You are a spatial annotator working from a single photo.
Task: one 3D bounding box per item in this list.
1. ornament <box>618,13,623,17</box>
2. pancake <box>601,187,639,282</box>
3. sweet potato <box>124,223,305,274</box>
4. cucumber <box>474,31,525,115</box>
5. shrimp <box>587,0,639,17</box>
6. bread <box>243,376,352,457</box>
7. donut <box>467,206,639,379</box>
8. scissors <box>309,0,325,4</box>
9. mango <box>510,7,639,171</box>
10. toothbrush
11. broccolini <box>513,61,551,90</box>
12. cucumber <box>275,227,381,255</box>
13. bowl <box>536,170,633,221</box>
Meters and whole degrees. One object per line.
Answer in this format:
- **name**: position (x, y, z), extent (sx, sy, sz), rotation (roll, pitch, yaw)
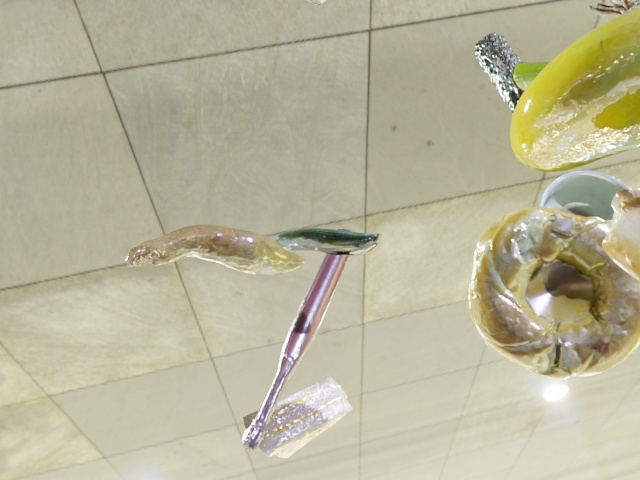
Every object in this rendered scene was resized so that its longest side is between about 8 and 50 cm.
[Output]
- **ornament**: position (0.833, -0.458, 1.460), extent (0.240, 0.239, 0.239), rotation (-46, 171, 32)
- **pancake**: position (0.349, 0.029, 0.401), extent (0.244, 0.266, 0.057), rotation (-32, 147, -51)
- **sweet potato**: position (-0.085, 0.007, 0.454), extent (0.153, 0.041, 0.038), rotation (4, 127, -24)
- **cucumber**: position (0.511, -0.419, 1.425), extent (0.096, 0.359, 0.096), rotation (-6, 141, -5)
- **shrimp**: position (0.529, -0.414, 0.911), extent (0.190, 0.075, 0.073), rotation (19, 131, 13)
- **bread**: position (-0.035, 0.288, 0.890), extent (0.152, 0.077, 0.105), rotation (-39, 148, -1)
- **donut**: position (0.468, 0.096, 1.089), extent (0.360, 0.360, 0.170), rotation (-28, 169, 11)
- **scissors**: position (-0.067, -0.701, 1.484), extent (0.204, 0.101, 0.027), rotation (8, 174, -41)
- **mango**: position (0.233, -0.114, 0.425), extent (0.122, 0.086, 0.191), rotation (8, 151, -43)
- **toothbrush**: position (-0.023, 0.122, 0.755), extent (0.040, 0.364, 0.041), rotation (17, 144, 13)
- **broccolini**: position (0.365, -0.172, 0.538), extent (0.074, 0.392, 0.079), rotation (43, 84, -28)
- **cucumber**: position (0.000, 0.000, 0.668), extent (0.036, 0.033, 0.184), rotation (23, 168, -39)
- **bowl**: position (0.630, -0.010, 1.294), extent (0.289, 0.289, 0.146), rotation (-10, 164, -9)
